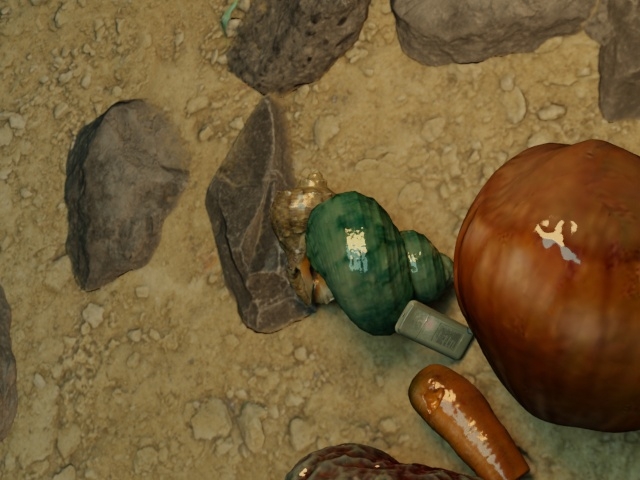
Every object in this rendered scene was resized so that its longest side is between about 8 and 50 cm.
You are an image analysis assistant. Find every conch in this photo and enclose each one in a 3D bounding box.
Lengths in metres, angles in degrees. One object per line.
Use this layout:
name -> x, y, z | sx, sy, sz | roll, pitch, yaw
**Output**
conch -> 0.000, 0.000, 1.602 | 0.155, 0.130, 0.207 | 4, 91, 42
conch -> 0.092, 0.037, 1.509 | 0.134, 0.202, 0.196 | 21, 106, 60

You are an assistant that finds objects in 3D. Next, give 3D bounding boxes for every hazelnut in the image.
hazelnut -> 0.322, 0.055, 1.322 | 0.372, 0.315, 0.373 | 15, 109, 52

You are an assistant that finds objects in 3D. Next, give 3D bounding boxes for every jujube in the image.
jujube -> 0.097, 0.376, 1.387 | 0.316, 0.226, 0.226 | 5, 78, 24

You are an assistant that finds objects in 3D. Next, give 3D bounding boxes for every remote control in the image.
remote control -> 0.158, 0.124, 1.487 | 0.053, 0.124, 0.018 | -61, 32, 5

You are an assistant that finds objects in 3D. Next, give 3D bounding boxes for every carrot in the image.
carrot -> 0.200, 0.247, 1.451 | 0.193, 0.087, 0.087 | 44, 99, 25
